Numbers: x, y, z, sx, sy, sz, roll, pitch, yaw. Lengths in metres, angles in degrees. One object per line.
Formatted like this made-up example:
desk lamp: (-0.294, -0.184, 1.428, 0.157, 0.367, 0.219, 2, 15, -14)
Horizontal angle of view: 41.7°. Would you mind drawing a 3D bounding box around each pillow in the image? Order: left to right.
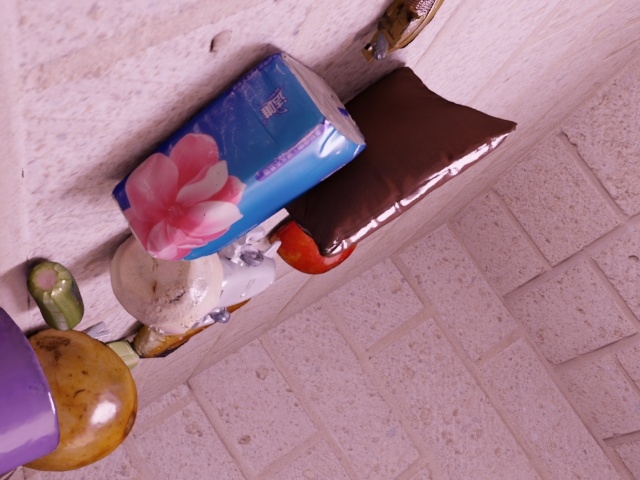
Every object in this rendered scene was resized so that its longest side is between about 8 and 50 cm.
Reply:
pillow: (0.072, -0.124, 1.186, 0.305, 0.108, 0.308, -33, -147, -7)

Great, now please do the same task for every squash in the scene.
squash: (-0.368, 0.079, 1.177, 0.066, 0.066, 0.229, -31, 172, -18)

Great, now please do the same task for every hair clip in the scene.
hair clip: (-0.456, 0.192, 1.593, 0.039, 0.030, 0.115, -39, 170, 39)

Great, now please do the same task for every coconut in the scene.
coconut: (-0.226, 0.062, 1.274, 0.171, 0.171, 0.183, -33, 164, -4)

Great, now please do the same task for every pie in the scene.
pie: (-0.292, 0.173, 1.925, 0.315, 0.092, 0.315, -33, 173, -4)

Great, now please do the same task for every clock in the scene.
clock: (-0.525, 0.308, 1.861, 0.232, 0.069, 0.170, -34, 172, 10)

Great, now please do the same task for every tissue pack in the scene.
tissue pack: (-0.090, -0.091, 1.031, 0.269, 0.137, 0.209, -37, 173, 12)

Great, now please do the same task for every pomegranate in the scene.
pomegranate: (-0.438, 0.269, 1.406, 0.260, 0.260, 0.260, -33, 172, -6)

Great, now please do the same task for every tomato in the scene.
tomato: (0.000, 0.000, 1.879, 0.200, 0.140, 0.233, -29, 173, 12)

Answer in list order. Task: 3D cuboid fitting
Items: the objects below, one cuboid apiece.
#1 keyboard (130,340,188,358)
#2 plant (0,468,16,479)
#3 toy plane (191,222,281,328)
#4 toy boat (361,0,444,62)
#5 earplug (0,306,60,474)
keyboard: (-0.411, 0.273, 2.182, 0.103, 0.041, 0.381, -35, 171, 11)
plant: (-0.795, 0.539, 1.760, 0.320, 0.181, 0.194, -32, 166, -24)
toy plane: (-0.172, 0.061, 1.625, 0.267, 0.122, 0.267, -46, 162, -19)
toy boat: (0.103, -0.277, 1.036, 0.049, 0.047, 0.149, -6, 152, -43)
earplug: (-0.563, 0.254, 0.998, 0.456, 0.215, 0.215, -23, 167, -35)
